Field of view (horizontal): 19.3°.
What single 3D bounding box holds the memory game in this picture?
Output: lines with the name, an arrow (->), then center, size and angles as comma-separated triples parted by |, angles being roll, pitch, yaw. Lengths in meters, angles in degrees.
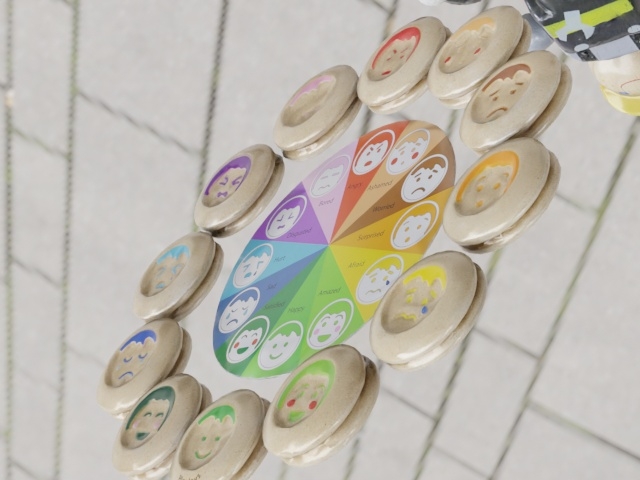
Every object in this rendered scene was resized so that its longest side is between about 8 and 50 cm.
memory game -> 0.000, 0.000, 0.569 | 0.012, 0.186, 0.186 | 42, 144, -26

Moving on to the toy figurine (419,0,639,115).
toy figurine -> 0.141, -0.195, 0.995 | 0.213, 0.209, 0.148 | 30, 177, 35
